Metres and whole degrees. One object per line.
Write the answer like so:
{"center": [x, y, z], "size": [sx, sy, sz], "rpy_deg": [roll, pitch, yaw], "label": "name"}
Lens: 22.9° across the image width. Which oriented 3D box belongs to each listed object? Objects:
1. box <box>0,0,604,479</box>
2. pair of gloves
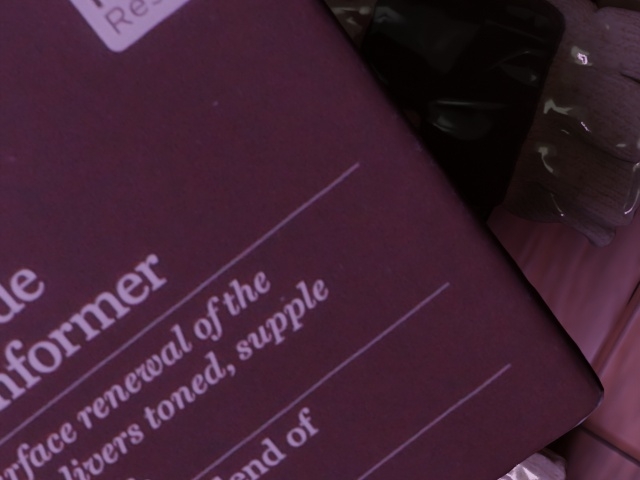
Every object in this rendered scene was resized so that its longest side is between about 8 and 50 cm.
{"center": [-0.117, -0.059, 0.389], "size": [0.191, 0.143, 0.381], "rpy_deg": [-38, 110, 1], "label": "box"}
{"center": [0.000, 0.000, 0.539], "size": [0.204, 0.042, 0.240], "rpy_deg": [15, 90, 2], "label": "pair of gloves"}
